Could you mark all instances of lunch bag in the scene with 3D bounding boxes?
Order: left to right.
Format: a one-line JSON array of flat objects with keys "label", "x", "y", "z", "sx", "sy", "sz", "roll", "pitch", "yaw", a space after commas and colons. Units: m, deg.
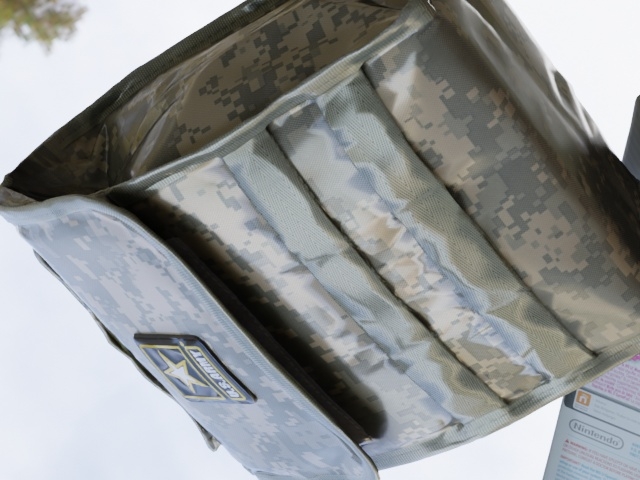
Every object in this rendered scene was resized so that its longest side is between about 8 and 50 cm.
[{"label": "lunch bag", "x": 0.000, "y": 0.000, "z": 0.806, "sx": 0.235, "sy": 0.287, "sz": 0.169, "roll": 49, "pitch": -156, "yaw": -25}]

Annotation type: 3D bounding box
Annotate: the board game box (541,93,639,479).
[{"label": "board game box", "x": 0.266, "y": 0.078, "z": 0.907, "sx": 0.097, "sy": 0.224, "sz": 0.303, "roll": -30, "pitch": -45, "yaw": -55}]
